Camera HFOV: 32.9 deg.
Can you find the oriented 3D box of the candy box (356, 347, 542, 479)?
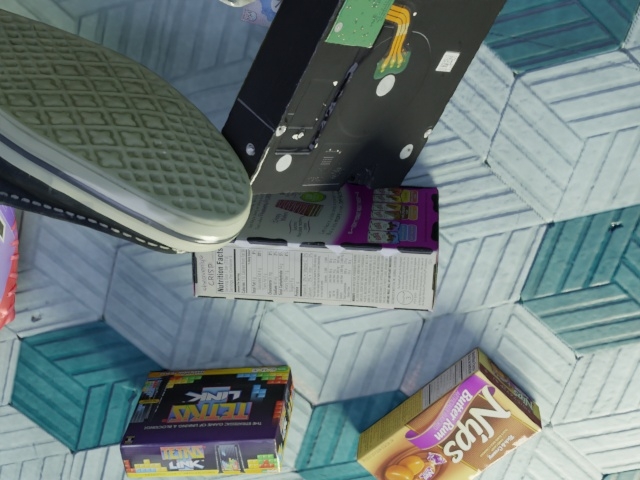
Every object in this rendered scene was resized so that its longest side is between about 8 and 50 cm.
[{"bbox_3d":[0.145,0.219,1.232,0.187,0.053,0.109,-40,106,22],"label":"candy box"}]

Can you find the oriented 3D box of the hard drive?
[{"bbox_3d":[0.062,-0.195,0.952,0.064,0.237,0.339,44,120,28],"label":"hard drive"}]

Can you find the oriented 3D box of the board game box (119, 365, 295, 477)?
[{"bbox_3d":[-0.121,0.198,1.200,0.170,0.141,0.048,-4,115,7],"label":"board game box"}]

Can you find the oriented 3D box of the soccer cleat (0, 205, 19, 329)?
[{"bbox_3d":[-0.370,0.030,1.173,0.116,0.108,0.318,21,118,-18],"label":"soccer cleat"}]

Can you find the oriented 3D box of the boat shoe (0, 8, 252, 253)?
[{"bbox_3d":[-0.288,-0.097,0.934,0.500,0.187,0.156,23,123,11],"label":"boat shoe"}]

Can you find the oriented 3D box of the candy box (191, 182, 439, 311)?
[{"bbox_3d":[0.000,0.000,1.082,0.233,0.159,0.071,4,115,5],"label":"candy box"}]

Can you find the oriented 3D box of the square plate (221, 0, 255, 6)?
[{"bbox_3d":[-0.182,-0.289,0.850,0.344,0.347,0.049,27,107,-2],"label":"square plate"}]

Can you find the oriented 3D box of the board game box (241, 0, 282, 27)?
[{"bbox_3d":[-0.024,-0.245,1.043,0.090,0.020,0.090,14,116,0],"label":"board game box"}]
